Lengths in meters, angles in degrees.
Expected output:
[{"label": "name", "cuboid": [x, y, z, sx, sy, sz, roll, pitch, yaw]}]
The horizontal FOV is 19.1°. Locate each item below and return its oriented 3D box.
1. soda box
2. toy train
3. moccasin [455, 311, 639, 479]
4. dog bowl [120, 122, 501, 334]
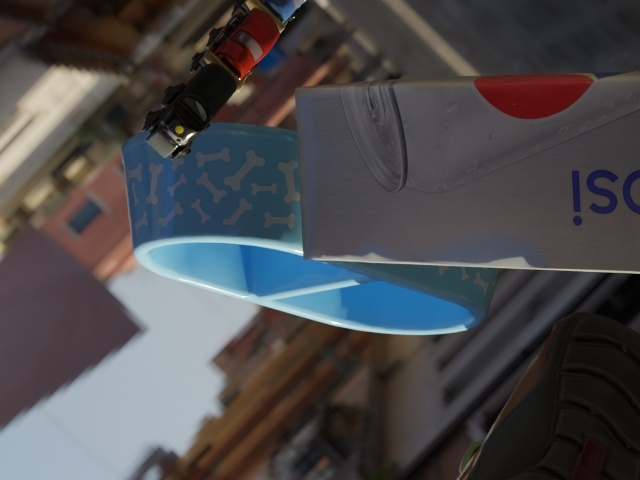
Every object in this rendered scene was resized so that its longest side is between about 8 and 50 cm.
[{"label": "soda box", "cuboid": [0.127, -0.036, 0.961, 0.286, 0.098, 0.091, 2, -173, 36]}, {"label": "toy train", "cuboid": [-0.038, -0.091, 0.892, 0.027, 0.036, 0.158, 43, -139, -11]}, {"label": "moccasin", "cuboid": [0.124, 0.195, 1.216, 0.139, 0.147, 0.380, 25, -144, 0]}, {"label": "dog bowl", "cuboid": [0.000, 0.000, 1.269, 0.297, 0.074, 0.166, 17, 161, -39]}]
